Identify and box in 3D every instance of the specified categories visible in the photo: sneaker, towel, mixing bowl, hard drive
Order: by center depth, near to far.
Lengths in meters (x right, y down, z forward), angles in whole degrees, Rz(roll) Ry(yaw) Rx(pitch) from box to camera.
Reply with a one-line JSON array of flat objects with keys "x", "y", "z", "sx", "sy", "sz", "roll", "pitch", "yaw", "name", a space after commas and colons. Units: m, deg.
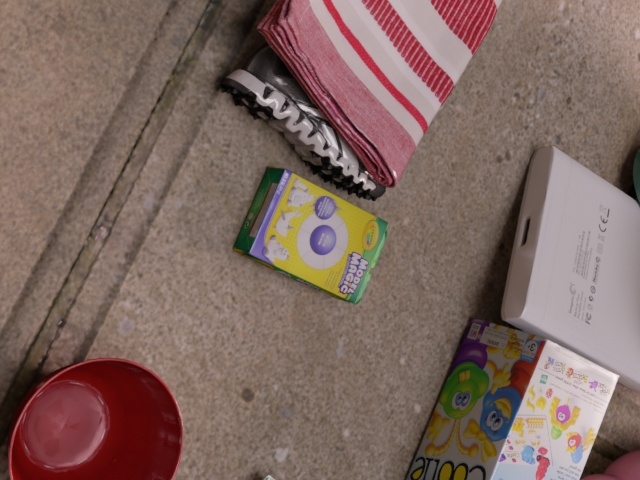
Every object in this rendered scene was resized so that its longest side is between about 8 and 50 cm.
[{"x": -0.240, "y": 0.196, "z": 1.291, "sx": 0.181, "sy": 0.098, "sz": 0.181, "roll": -6, "pitch": 101, "yaw": -32, "name": "mixing bowl"}, {"x": 0.005, "y": -0.138, "z": 1.408, "sx": 0.234, "sy": 0.078, "sz": 0.106, "roll": 40, "pitch": 79, "yaw": -28, "name": "sneaker"}, {"x": 0.086, "y": -0.254, "z": 1.418, "sx": 0.237, "sy": 0.037, "sz": 0.329, "roll": 50, "pitch": 56, "yaw": -28, "name": "towel"}, {"x": 0.384, "y": 0.058, "z": 1.662, "sx": 0.353, "sy": 0.047, "sz": 0.233, "roll": 28, "pitch": 65, "yaw": -31, "name": "hard drive"}]

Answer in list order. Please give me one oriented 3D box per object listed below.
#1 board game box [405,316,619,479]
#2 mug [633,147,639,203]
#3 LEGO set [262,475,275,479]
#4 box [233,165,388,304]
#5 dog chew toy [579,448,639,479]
[{"x": 0.222, "y": 0.255, "z": 1.565, "sx": 0.144, "sy": 0.142, "sz": 0.275, "roll": 27, "pitch": 82, "yaw": -33, "name": "board game box"}, {"x": 0.491, "y": -0.094, "z": 1.691, "sx": 0.129, "sy": 0.097, "sz": 0.157, "roll": 32, "pitch": 59, "yaw": -29, "name": "mug"}, {"x": -0.040, "y": 0.404, "z": 1.493, "sx": 0.244, "sy": 0.060, "sz": 0.182, "roll": 42, "pitch": 80, "yaw": -22, "name": "LEGO set"}, {"x": 0.000, "y": 0.000, "z": 1.447, "sx": 0.179, "sy": 0.043, "sz": 0.105, "roll": 26, "pitch": 84, "yaw": -34, "name": "box"}, {"x": 0.457, "y": 0.362, "z": 1.705, "sx": 0.332, "sy": 0.207, "sz": 0.206, "roll": -2, "pitch": 99, "yaw": -24, "name": "dog chew toy"}]
